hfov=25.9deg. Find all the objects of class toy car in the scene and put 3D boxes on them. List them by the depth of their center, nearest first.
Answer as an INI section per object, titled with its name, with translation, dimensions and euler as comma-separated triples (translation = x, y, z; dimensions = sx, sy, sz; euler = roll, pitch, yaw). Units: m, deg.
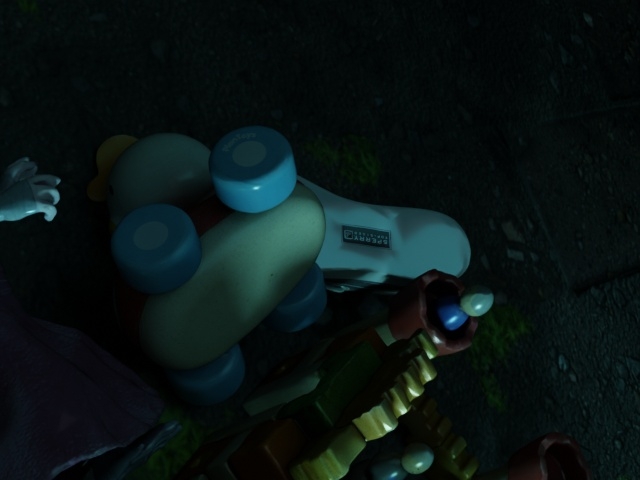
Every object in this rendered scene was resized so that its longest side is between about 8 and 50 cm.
[toy car]
translation = -0.138, -0.014, 1.266
dimensions = 0.210, 0.238, 0.219
euler = -41, 146, -20

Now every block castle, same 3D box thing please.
[block castle]
translation = 0.068, 0.250, 1.272
dimensions = 0.303, 0.213, 0.453
euler = 54, 41, -8

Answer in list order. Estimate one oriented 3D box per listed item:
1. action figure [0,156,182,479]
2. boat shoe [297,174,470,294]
[action figure]
translation = -0.289, 0.063, 1.082
dimensions = 0.276, 0.248, 0.370
euler = -42, 88, -6
[boat shoe]
translation = 0.000, 0.000, 1.431
dimensions = 0.301, 0.102, 0.108
euler = 8, 68, -19
